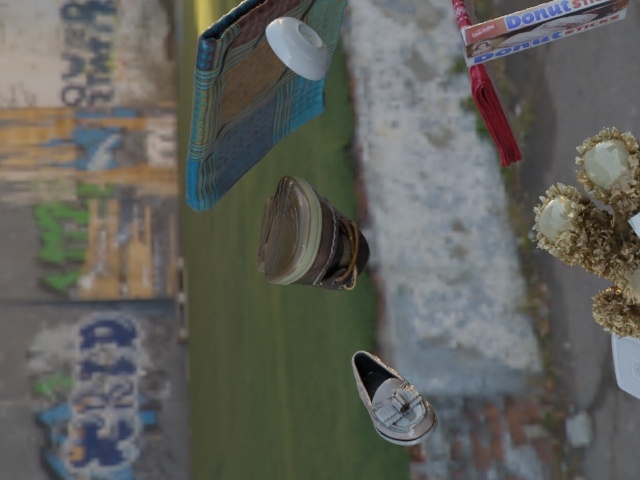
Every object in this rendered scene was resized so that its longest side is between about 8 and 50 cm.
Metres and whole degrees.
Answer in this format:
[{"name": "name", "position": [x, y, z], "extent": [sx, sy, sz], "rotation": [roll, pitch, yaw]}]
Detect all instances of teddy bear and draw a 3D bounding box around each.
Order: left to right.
[{"name": "teddy bear", "position": [0.399, 0.020, 1.446], "extent": [0.113, 0.338, 0.245], "rotation": [-27, -42, -68]}]

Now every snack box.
[{"name": "snack box", "position": [0.238, -0.230, 1.371], "extent": [0.064, 0.178, 0.022], "rotation": [60, -167, -75]}]

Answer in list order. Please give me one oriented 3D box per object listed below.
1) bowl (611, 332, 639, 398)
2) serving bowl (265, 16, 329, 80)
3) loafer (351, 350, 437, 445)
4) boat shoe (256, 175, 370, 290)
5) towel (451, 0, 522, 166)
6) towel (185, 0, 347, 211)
[{"name": "bowl", "position": [0.443, 0.164, 1.718], "extent": [0.142, 0.053, 0.142], "rotation": [27, 137, 51]}, {"name": "serving bowl", "position": [-0.020, -0.215, 1.413], "extent": [0.027, 0.083, 0.083], "rotation": [-42, 39, 29]}, {"name": "loafer", "position": [0.052, 0.122, 1.017], "extent": [0.039, 0.045, 0.125], "rotation": [59, 173, -20]}, {"name": "boat shoe", "position": [0.000, 0.000, 1.499], "extent": [0.342, 0.123, 0.123], "rotation": [156, 123, -81]}, {"name": "towel", "position": [0.208, -0.254, 1.746], "extent": [0.199, 0.031, 0.275], "rotation": [56, -161, -53]}, {"name": "towel", "position": [-0.065, -0.206, 1.640], "extent": [0.040, 0.271, 0.370], "rotation": [41, 153, 13]}]
